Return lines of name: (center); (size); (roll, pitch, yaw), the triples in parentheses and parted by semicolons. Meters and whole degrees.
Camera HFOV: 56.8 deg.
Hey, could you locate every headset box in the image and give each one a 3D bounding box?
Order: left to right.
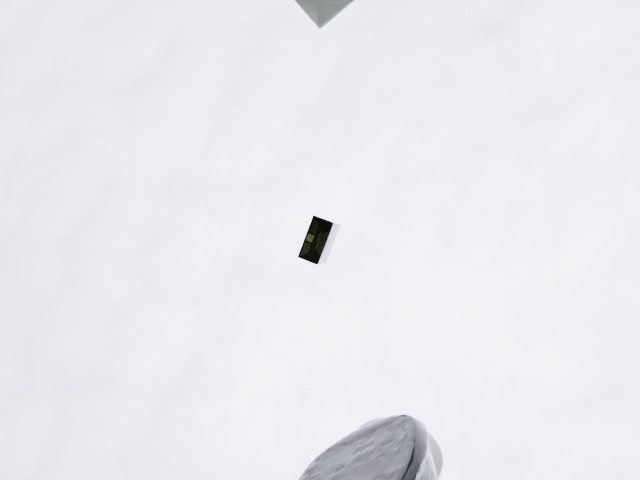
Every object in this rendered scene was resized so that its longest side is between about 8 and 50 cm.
headset box: (0.000, 0.000, 0.834); (0.032, 0.083, 0.062); (21, -88, 11)

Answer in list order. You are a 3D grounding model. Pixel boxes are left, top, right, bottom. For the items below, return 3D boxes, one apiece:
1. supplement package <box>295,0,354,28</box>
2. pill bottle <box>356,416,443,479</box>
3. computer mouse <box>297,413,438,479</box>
supplement package: (-0.001, -0.431, 0.686); (0.262, 0.145, 0.204); (44, -44, -21)
pill bottle: (0.070, 0.333, 0.684); (0.137, 0.136, 0.245); (15, -63, 17)
computer mouse: (-0.018, 0.188, 0.269); (0.184, 0.262, 0.060); (-33, -87, 14)
